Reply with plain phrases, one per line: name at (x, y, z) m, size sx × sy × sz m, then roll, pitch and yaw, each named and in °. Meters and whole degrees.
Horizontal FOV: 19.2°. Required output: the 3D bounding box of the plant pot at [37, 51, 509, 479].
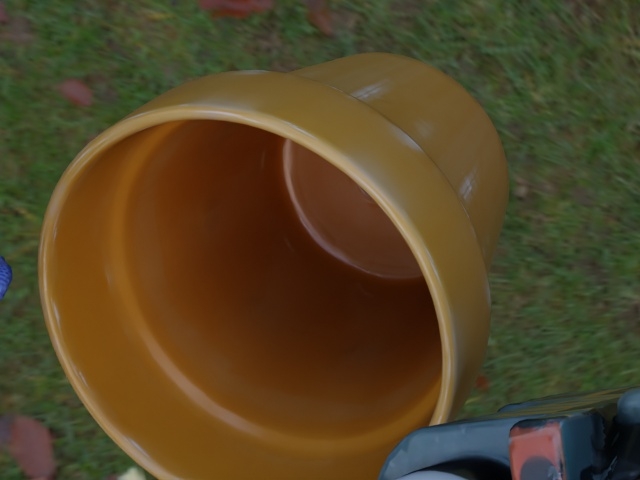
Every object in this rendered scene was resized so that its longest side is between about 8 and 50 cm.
plant pot at (0.000, 0.000, 0.906) m, size 0.205 × 0.188 × 0.205 m, roll 11°, pitch 118°, yaw 21°

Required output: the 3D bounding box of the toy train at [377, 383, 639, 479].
toy train at (0.136, 0.111, 0.764) m, size 0.190 × 0.334 × 0.142 m, roll -10°, pitch 86°, yaw 25°

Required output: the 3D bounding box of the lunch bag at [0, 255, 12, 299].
lunch bag at (-0.340, 0.115, 0.707) m, size 0.328 × 0.239 × 0.385 m, roll 24°, pitch 94°, yaw -18°
